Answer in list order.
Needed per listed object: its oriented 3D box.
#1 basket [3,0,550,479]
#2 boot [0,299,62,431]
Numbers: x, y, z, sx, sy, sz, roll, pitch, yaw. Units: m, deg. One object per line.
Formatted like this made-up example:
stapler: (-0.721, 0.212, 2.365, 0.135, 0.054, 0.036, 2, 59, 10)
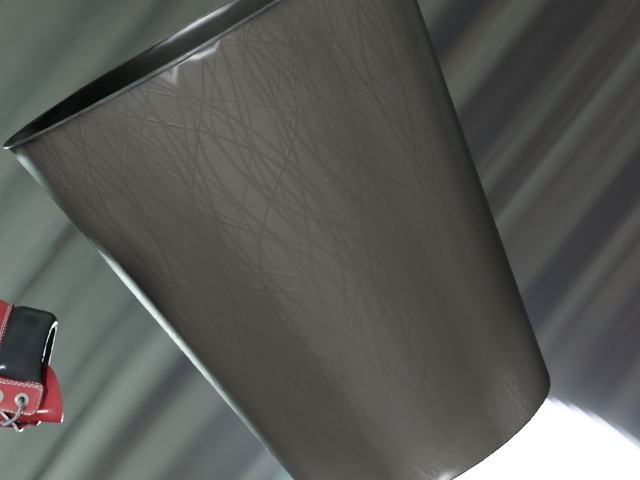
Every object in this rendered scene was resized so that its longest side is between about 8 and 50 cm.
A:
basket: (0.000, 0.000, 0.908, 0.227, 0.204, 0.154, 59, -174, -11)
boot: (-0.278, 0.128, 1.340, 0.176, 0.244, 0.088, 22, 147, 2)
